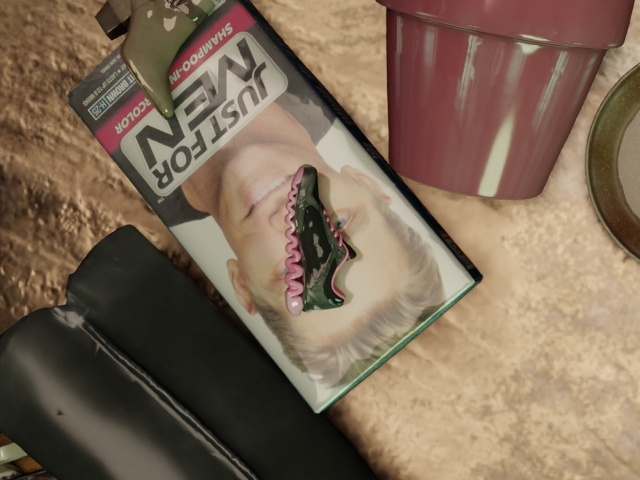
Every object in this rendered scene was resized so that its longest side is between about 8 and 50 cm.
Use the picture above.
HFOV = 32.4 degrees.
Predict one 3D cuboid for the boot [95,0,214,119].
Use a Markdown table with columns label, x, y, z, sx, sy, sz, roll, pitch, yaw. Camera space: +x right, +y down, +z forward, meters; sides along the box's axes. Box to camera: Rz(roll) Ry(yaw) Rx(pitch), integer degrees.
| label | x | y | z | sx | sy | sz | roll | pitch | yaw |
| --- | --- | --- | --- | --- | --- | --- | --- | --- | --- |
| boot | -0.123 | -0.169 | 0.892 | 0.087 | 0.042 | 0.118 | -33 | 89 | 0 |

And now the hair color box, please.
| label | x | y | z | sx | sy | sz | roll | pitch | yaw |
| --- | --- | --- | --- | --- | --- | --- | --- | --- | --- |
| hair color box | -0.038 | -0.044 | 0.945 | 0.174 | 0.105 | 0.347 | -41 | 82 | 8 |

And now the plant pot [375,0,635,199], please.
| label | x | y | z | sx | sy | sz | roll | pitch | yaw |
| --- | --- | --- | --- | --- | --- | --- | --- | --- | --- |
| plant pot | 0.133 | -0.136 | 0.876 | 0.201 | 0.201 | 0.180 | 13 | 108 | 12 |

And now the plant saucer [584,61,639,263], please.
| label | x | y | z | sx | sy | sz | roll | pitch | yaw |
| --- | --- | --- | --- | --- | --- | --- | --- | --- | --- |
| plant saucer | 0.319 | -0.063 | 0.906 | 0.198 | 0.036 | 0.199 | 0 | 88 | 12 |

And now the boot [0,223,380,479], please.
| label | x | y | z | sx | sy | sz | roll | pitch | yaw |
| --- | --- | --- | --- | --- | --- | --- | --- | --- | --- |
| boot | -0.125 | 0.253 | 0.886 | 0.445 | 0.146 | 0.367 | 45 | 63 | 4 |

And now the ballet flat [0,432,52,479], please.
| label | x | y | z | sx | sy | sz | roll | pitch | yaw |
| --- | --- | --- | --- | --- | --- | --- | --- | --- | --- |
| ballet flat | -0.260 | 0.188 | 1.006 | 0.203 | 0.074 | 0.074 | -17 | 86 | 11 |

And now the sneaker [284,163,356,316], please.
| label | x | y | z | sx | sy | sz | roll | pitch | yaw |
| --- | --- | --- | --- | --- | --- | --- | --- | --- | --- |
| sneaker | 0.000 | 0.000 | 0.863 | 0.057 | 0.047 | 0.119 | 0 | 97 | 5 |
